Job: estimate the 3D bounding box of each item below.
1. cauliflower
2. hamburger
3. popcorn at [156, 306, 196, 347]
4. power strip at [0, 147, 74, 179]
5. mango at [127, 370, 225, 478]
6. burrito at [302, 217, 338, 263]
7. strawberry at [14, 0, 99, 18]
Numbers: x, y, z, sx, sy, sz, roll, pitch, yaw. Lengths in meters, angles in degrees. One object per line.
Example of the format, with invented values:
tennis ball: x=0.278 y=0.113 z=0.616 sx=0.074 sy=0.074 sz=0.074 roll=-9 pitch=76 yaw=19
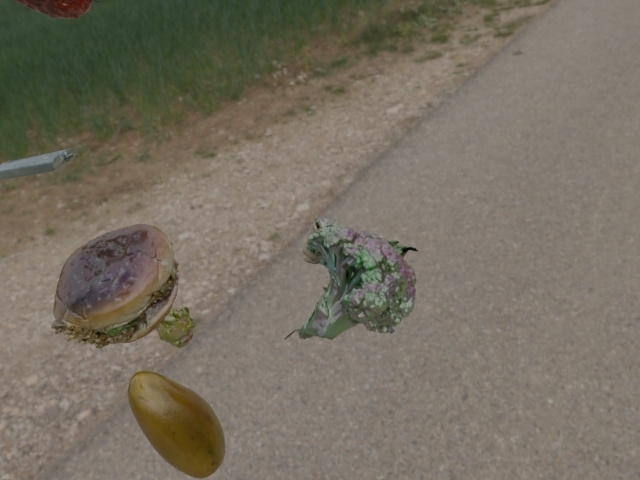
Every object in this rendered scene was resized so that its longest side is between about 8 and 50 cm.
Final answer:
cauliflower: x=0.059 y=0.110 z=1.302 sx=0.315 sy=0.256 sz=0.239 roll=-46 pitch=50 yaw=5
hamburger: x=-0.419 y=0.090 z=1.351 sx=0.243 sy=0.146 sz=0.286 roll=29 pitch=68 yaw=34
popcorn: x=-0.341 y=0.198 z=1.558 sx=0.097 sy=0.089 sz=0.109 roll=36 pitch=7 yaw=21
power strip: x=-0.602 y=-0.162 z=1.414 sx=0.252 sy=0.027 sz=0.060 roll=-3 pitch=29 yaw=33
mango: x=-0.266 y=0.333 z=1.237 sx=0.113 sy=0.253 sz=0.138 roll=-25 pitch=26 yaw=20
burrito: x=0.000 y=0.000 z=1.696 sx=0.082 sy=0.059 sz=0.275 roll=-1 pitch=-19 yaw=-5
strawberry: x=-0.649 y=-0.580 z=1.407 sx=0.253 sy=0.280 sz=0.150 roll=10 pitch=52 yaw=32
